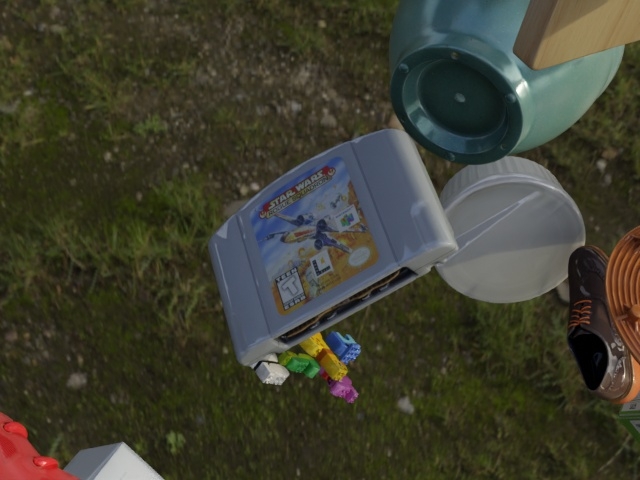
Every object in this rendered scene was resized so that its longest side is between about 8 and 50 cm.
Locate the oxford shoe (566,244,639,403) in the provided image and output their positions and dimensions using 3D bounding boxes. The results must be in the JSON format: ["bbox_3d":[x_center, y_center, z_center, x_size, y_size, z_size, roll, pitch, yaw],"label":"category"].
[{"bbox_3d":[0.447,0.126,1.498,0.098,0.097,0.271,15,56,-40],"label":"oxford shoe"}]

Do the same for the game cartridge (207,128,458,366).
[{"bbox_3d":[0.000,0.000,1.096,0.297,0.062,0.198,-31,61,18],"label":"game cartridge"}]

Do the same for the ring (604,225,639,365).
[{"bbox_3d":[0.568,0.103,1.321,0.337,0.032,0.336,8,55,-11],"label":"ring"}]

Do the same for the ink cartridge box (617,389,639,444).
[{"bbox_3d":[0.668,0.279,1.698,0.189,0.097,0.255,47,55,-21],"label":"ink cartridge box"}]

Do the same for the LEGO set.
[{"bbox_3d":[0.005,0.184,1.339,0.087,0.227,0.093,-52,53,15],"label":"LEGO set"}]

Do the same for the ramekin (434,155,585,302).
[{"bbox_3d":[0.326,-0.029,1.648,0.273,0.272,0.127,4,37,-1],"label":"ramekin"}]

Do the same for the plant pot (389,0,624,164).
[{"bbox_3d":[0.204,-0.217,1.149,0.293,0.293,0.196,27,54,13],"label":"plant pot"}]

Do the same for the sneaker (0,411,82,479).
[{"bbox_3d":[-0.103,0.105,0.334,0.128,0.087,0.221,-7,57,-42],"label":"sneaker"}]

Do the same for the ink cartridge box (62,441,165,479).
[{"bbox_3d":[-0.300,0.475,1.525,0.289,0.211,0.121,47,54,-13],"label":"ink cartridge box"}]

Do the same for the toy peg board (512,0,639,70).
[{"bbox_3d":[0.153,-0.178,0.408,0.161,0.161,0.079,-20,56,-27],"label":"toy peg board"}]
